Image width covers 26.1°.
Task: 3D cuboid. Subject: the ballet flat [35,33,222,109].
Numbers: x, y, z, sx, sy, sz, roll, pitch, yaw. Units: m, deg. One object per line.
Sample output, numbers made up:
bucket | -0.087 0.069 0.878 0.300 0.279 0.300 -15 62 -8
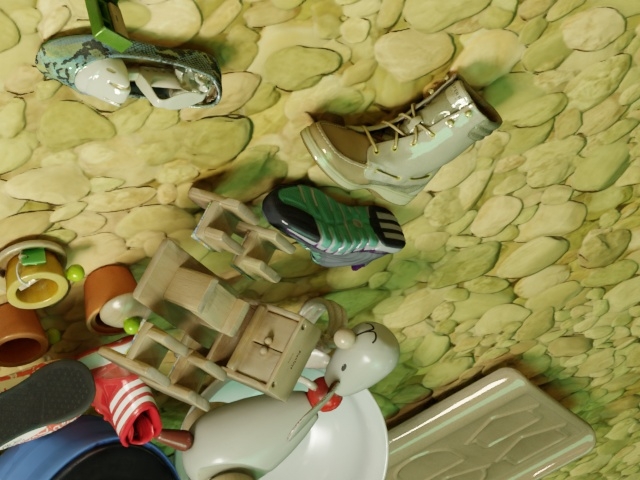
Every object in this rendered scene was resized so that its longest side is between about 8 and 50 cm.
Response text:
ballet flat | -0.176 -0.156 1.320 0.188 0.070 0.070 -1 143 -28

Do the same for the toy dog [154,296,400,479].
toy dog | -0.074 0.200 1.705 0.161 0.220 0.333 35 90 -41

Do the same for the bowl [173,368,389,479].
bowl | -0.065 0.286 1.920 0.298 0.297 0.134 -14 -169 -12

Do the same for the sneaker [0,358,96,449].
sneaker | -0.388 0.206 1.553 0.270 0.090 0.145 -18 175 -18

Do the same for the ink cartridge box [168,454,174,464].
ink cartridge box | -0.199 0.411 2.125 0.159 0.092 0.218 -24 146 5

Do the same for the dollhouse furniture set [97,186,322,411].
dollhouse furniture set | -0.138 0.078 1.587 0.242 0.161 0.212 42 71 -48

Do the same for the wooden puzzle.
wooden puzzle | 0.253 0.331 2.286 0.322 0.080 0.348 -32 142 16

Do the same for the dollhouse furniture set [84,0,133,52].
dollhouse furniture set | -0.145 -0.239 1.220 0.152 0.058 0.076 -35 146 22

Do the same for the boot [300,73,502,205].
boot | 0.091 -0.121 1.515 0.165 0.077 0.213 -37 150 24

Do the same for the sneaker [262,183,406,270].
sneaker | 0.000 0.000 1.640 0.224 0.083 0.098 14 138 -44

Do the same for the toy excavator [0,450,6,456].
toy excavator | -0.324 0.478 1.944 0.222 0.432 0.445 10 -171 33

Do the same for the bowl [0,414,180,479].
bowl | -0.297 0.412 1.694 0.077 0.391 0.391 7 163 32

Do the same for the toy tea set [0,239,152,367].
toy tea set | -0.354 0.111 1.557 0.336 0.124 0.200 -20 148 -2

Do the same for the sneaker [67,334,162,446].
sneaker | -0.264 0.196 1.675 0.087 0.128 0.221 -18 175 -26
